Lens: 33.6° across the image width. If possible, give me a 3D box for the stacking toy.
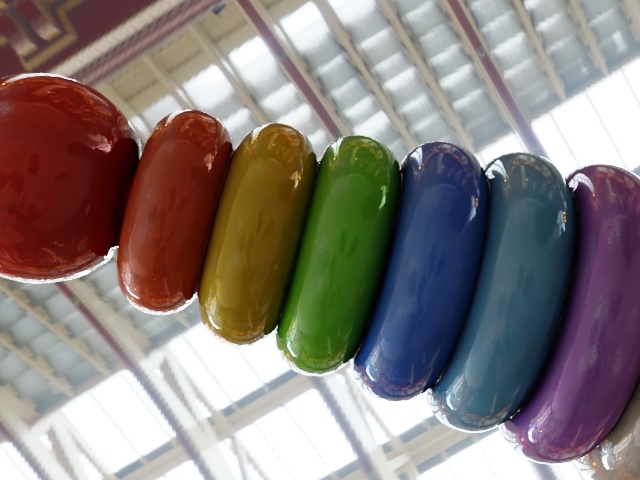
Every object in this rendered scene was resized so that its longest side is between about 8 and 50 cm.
[{"bbox_3d":[0.000,0.000,0.453,0.330,0.141,0.141,16,-94,-4],"label":"stacking toy"}]
